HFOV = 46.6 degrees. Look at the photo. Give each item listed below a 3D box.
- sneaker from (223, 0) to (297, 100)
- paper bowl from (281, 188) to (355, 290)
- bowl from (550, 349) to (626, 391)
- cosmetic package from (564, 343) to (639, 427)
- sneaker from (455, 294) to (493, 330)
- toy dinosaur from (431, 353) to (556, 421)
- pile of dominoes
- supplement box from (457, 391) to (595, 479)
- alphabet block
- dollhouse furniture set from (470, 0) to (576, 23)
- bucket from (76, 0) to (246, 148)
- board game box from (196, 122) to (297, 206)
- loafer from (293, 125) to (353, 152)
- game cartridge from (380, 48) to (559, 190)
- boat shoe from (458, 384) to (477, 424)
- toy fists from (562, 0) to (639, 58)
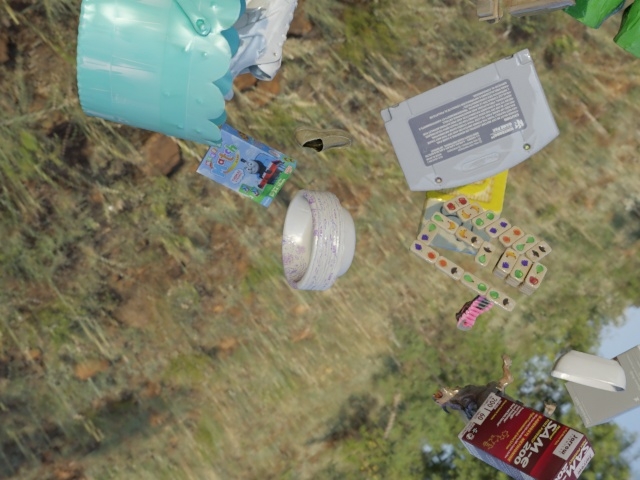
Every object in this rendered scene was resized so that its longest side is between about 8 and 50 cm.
[{"bbox_3d":[-0.097,-0.364,1.265,0.305,0.152,0.114,-44,-168,-10],"label":"sneaker"},{"bbox_3d":[0.000,0.000,2.103,0.148,0.284,0.284,4,148,-20],"label":"paper bowl"},{"bbox_3d":[0.537,0.259,1.484,0.142,0.142,0.053,43,62,-69],"label":"bowl"},{"bbox_3d":[0.725,0.349,1.793,0.107,0.127,0.238,0,147,-39],"label":"cosmetic package"},{"bbox_3d":[0.355,0.152,1.727,0.119,0.047,0.057,-49,-158,20],"label":"sneaker"},{"bbox_3d":[0.431,0.417,1.779,0.127,0.295,0.200,-15,140,-41],"label":"toy dinosaur"},{"bbox_3d":[0.331,0.010,1.490,0.196,0.251,0.040,-53,171,-31],"label":"pile of dominoes"},{"bbox_3d":[0.415,0.416,1.517,0.130,0.073,0.239,-47,-146,-19],"label":"supplement box"},{"bbox_3d":[0.363,-0.104,1.913,0.197,0.193,0.193,94,9,-56],"label":"alphabet block"},{"bbox_3d":[0.491,-0.651,1.689,0.356,0.303,0.174,0,178,37],"label":"dollhouse furniture set"},{"bbox_3d":[-0.199,-0.268,0.978,0.183,0.281,0.281,10,152,-8],"label":"bucket"},{"bbox_3d":[-0.192,-0.192,1.922,0.160,0.212,0.039,-51,-161,39],"label":"board game box"},{"bbox_3d":[0.007,-0.230,1.731,0.148,0.050,0.056,2,152,-22],"label":"loafer"},{"bbox_3d":[0.280,-0.209,1.394,0.294,0.196,0.060,-20,-179,20],"label":"game cartridge"},{"bbox_3d":[0.476,0.483,2.066,0.302,0.091,0.114,-147,-106,-75],"label":"boat shoe"},{"bbox_3d":[0.685,-0.526,1.669,0.096,0.279,0.142,-35,159,-54],"label":"toy fists"}]
